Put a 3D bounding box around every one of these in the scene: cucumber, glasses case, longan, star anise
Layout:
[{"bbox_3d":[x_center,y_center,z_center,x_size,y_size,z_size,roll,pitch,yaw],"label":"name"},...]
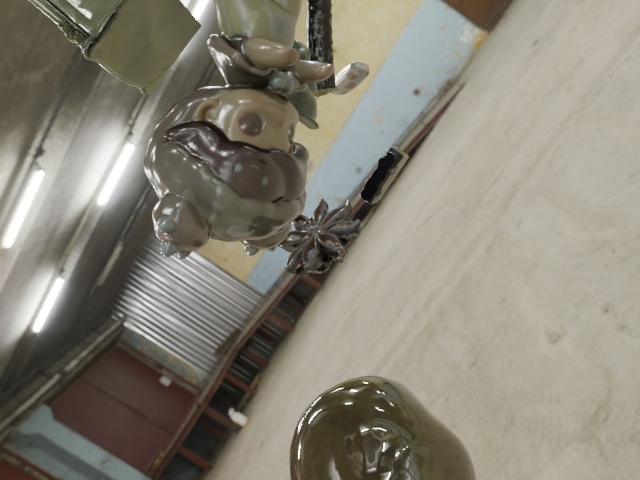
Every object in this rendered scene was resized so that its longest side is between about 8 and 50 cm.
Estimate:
[{"bbox_3d":[0.000,-0.521,1.381,0.072,0.072,0.301,-72,-20,-81],"label":"cucumber"},{"bbox_3d":[0.079,-0.461,1.557,0.164,0.063,0.041,-21,66,59],"label":"glasses case"},{"bbox_3d":[0.110,0.435,1.030,0.361,0.360,0.361,-56,3,4],"label":"longan"},{"bbox_3d":[-0.001,0.001,1.432,0.235,0.109,0.223,-26,46,5],"label":"star anise"}]

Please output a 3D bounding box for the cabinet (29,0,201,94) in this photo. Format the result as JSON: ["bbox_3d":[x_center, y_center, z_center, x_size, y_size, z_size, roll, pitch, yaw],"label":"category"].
[{"bbox_3d":[-0.505,-0.549,1.247,0.228,0.318,0.290,-52,-8,4],"label":"cabinet"}]

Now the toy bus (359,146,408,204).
[{"bbox_3d":[0.179,-0.183,1.542,0.072,0.057,0.172,-16,-36,-56],"label":"toy bus"}]

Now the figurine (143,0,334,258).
[{"bbox_3d":[-0.106,-0.162,0.708,0.248,0.203,0.381,-5,-73,-59],"label":"figurine"}]

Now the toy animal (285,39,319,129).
[{"bbox_3d":[-0.071,-0.306,0.981,0.127,0.125,0.252,106,158,-61],"label":"toy animal"}]
